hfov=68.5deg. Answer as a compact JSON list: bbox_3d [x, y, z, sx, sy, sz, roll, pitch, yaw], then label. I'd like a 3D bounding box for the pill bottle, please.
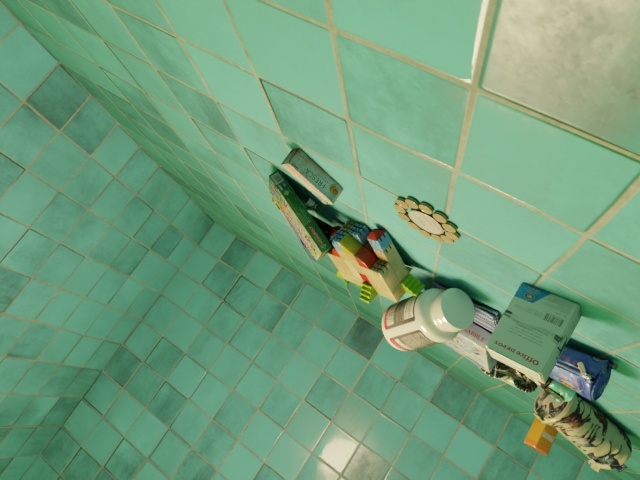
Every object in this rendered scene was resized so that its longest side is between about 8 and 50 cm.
[{"bbox_3d":[0.355,0.259,1.563,0.176,0.176,0.318,37,149,-8],"label":"pill bottle"}]

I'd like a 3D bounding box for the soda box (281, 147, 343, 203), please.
[{"bbox_3d":[-0.023,-0.181,1.344,0.183,0.058,0.063,41,167,-24],"label":"soda box"}]

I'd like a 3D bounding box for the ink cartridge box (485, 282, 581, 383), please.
[{"bbox_3d":[0.506,0.217,1.120,0.139,0.191,0.082,25,165,42],"label":"ink cartridge box"}]

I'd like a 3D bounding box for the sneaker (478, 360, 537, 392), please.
[{"bbox_3d":[0.738,0.529,1.934,0.282,0.110,0.122,33,172,8],"label":"sneaker"}]

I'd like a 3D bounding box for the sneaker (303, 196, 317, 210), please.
[{"bbox_3d":[-0.039,-0.120,1.678,0.043,0.040,0.109,34,169,-6],"label":"sneaker"}]

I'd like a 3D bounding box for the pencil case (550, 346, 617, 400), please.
[{"bbox_3d":[0.654,0.330,1.333,0.306,0.120,0.133,25,180,40],"label":"pencil case"}]

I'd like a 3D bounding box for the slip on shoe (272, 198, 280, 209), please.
[{"bbox_3d":[-0.172,-0.166,1.860,0.051,0.041,0.135,30,168,21],"label":"slip on shoe"}]

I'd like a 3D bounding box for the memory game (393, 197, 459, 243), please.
[{"bbox_3d":[0.264,-0.050,1.178,0.186,0.012,0.186,34,168,8],"label":"memory game"}]

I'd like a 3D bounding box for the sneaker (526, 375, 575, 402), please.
[{"bbox_3d":[0.725,0.426,1.498,0.295,0.124,0.178,35,176,-42],"label":"sneaker"}]

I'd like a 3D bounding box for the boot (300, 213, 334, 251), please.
[{"bbox_3d":[0.000,0.000,1.902,0.246,0.094,0.207,38,167,21],"label":"boot"}]

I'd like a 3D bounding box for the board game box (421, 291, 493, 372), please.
[{"bbox_3d":[0.510,0.349,1.788,0.318,0.066,0.318,32,167,32],"label":"board game box"}]

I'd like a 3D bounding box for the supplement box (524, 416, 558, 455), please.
[{"bbox_3d":[0.956,0.774,1.983,0.080,0.234,0.078,33,169,-7],"label":"supplement box"}]

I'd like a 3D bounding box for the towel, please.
[{"bbox_3d":[0.537,0.269,1.657,0.243,0.040,0.336,29,166,39],"label":"towel"}]

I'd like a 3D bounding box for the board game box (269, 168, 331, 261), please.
[{"bbox_3d":[-0.078,-0.080,1.663,0.318,0.046,0.213,56,169,6],"label":"board game box"}]

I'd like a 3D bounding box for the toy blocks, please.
[{"bbox_3d":[0.141,0.050,1.602,0.381,0.191,0.261,19,149,53],"label":"toy blocks"}]

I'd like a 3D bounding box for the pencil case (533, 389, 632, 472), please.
[{"bbox_3d":[0.978,0.701,1.763,0.410,0.184,0.160,39,168,-15],"label":"pencil case"}]

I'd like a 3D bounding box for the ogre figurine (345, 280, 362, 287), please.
[{"bbox_3d":[0.143,0.148,2.108,0.196,0.097,0.118,22,155,6],"label":"ogre figurine"}]
